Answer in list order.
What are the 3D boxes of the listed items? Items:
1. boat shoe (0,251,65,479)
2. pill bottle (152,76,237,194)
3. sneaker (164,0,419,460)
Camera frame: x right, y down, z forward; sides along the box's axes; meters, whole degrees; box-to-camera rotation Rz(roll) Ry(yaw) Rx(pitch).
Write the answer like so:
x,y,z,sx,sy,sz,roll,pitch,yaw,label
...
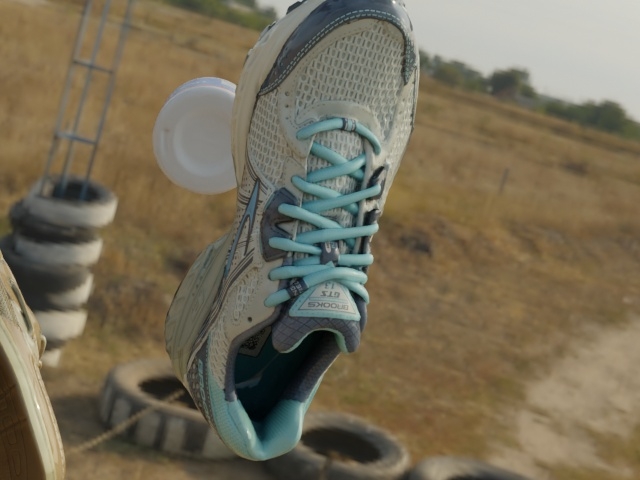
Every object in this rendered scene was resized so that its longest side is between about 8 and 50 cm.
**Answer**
x,y,z,sx,sy,sz,roll,pitch,yaw,label
-0.314,0.098,1.249,0.110,0.122,0.341,-2,64,-57,boat shoe
-0.133,-0.129,1.534,0.124,0.124,0.221,15,9,-7,pill bottle
0.000,0.000,0.725,0.110,0.283,0.122,7,29,-23,sneaker
